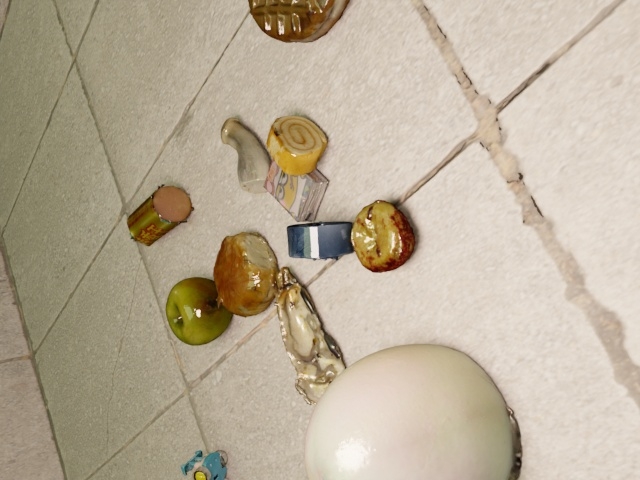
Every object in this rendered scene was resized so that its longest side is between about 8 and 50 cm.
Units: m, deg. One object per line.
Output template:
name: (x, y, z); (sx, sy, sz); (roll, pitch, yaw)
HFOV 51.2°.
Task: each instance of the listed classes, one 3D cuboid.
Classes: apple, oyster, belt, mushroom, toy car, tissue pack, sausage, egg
apple: (-0.331, 0.192, 1.830); (0.196, 0.157, 0.196); (9, 102, 49)
oyster: (-0.028, 0.219, 1.558); (0.129, 0.078, 0.345); (-31, 69, 25)
belt: (0.000, 0.000, 1.417); (0.190, 0.141, 0.082); (-126, 34, -86)
mushroom: (-0.184, -0.219, 1.666); (0.092, 0.081, 0.223); (-38, 62, 23)
toy car: (-0.325, 0.685, 1.907); (0.098, 0.126, 0.161); (-4, 101, 22)
tissue pack: (-0.060, -0.130, 1.545); (0.155, 0.065, 0.115); (45, 126, 35)
sausage: (-0.516, -0.062, 2.033); (0.317, 0.125, 0.117); (-27, 33, 47)
egg: (0.121, 0.376, 1.200); (0.354, 0.340, 0.354); (6, 98, 48)

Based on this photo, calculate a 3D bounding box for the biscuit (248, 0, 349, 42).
biscuit: (-0.048, -0.589, 1.440); (0.332, 0.103, 0.332); (9, 103, 47)

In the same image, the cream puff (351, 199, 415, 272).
cream puff: (0.129, -0.008, 1.329); (0.149, 0.084, 0.149); (2, 93, 49)

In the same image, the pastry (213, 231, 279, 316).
pastry: (-0.188, 0.088, 1.696); (0.229, 0.100, 0.218); (24, 109, 50)

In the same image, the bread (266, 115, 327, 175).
bread: (-0.050, -0.217, 1.480); (0.149, 0.122, 0.073); (57, 146, 35)
